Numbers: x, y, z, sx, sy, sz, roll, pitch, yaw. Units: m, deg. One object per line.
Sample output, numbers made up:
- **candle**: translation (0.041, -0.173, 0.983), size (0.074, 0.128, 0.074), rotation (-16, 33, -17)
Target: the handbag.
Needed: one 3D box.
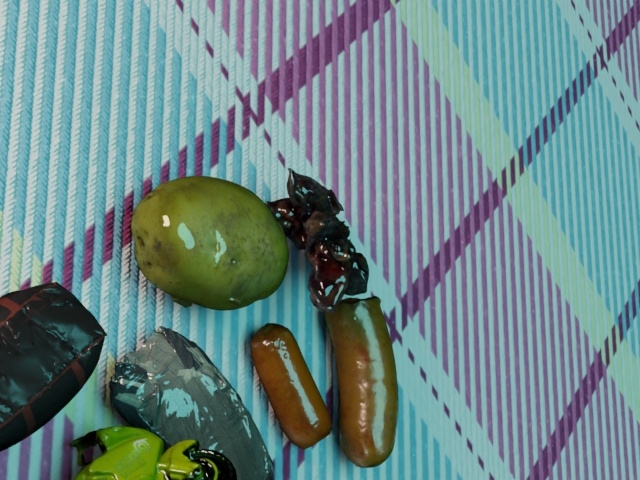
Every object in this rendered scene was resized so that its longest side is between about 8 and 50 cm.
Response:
- **handbag**: translation (-0.373, 0.157, 1.223), size (0.155, 0.169, 0.215), rotation (48, 51, -3)

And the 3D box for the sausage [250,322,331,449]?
- **sausage**: translation (-0.046, 0.217, 1.572), size (0.076, 0.076, 0.197), rotation (-28, 98, -43)

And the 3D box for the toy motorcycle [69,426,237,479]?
- **toy motorcycle**: translation (-0.275, 0.350, 1.266), size (0.342, 0.206, 0.142), rotation (-44, 139, -29)

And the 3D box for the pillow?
- **pillow**: translation (-0.164, 0.280, 1.434), size (0.161, 0.092, 0.335), rotation (-39, 107, -35)

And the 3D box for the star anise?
- **star anise**: translation (-0.002, -0.003, 1.599), size (0.212, 0.129, 0.283), rotation (52, 8, 6)

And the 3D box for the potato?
- **potato**: translation (-0.155, 0.006, 1.472), size (0.228, 0.148, 0.197), rotation (-17, 78, -45)

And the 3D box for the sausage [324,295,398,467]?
- **sausage**: translation (0.068, 0.223, 1.660), size (0.109, 0.109, 0.270), rotation (4, 76, -42)
